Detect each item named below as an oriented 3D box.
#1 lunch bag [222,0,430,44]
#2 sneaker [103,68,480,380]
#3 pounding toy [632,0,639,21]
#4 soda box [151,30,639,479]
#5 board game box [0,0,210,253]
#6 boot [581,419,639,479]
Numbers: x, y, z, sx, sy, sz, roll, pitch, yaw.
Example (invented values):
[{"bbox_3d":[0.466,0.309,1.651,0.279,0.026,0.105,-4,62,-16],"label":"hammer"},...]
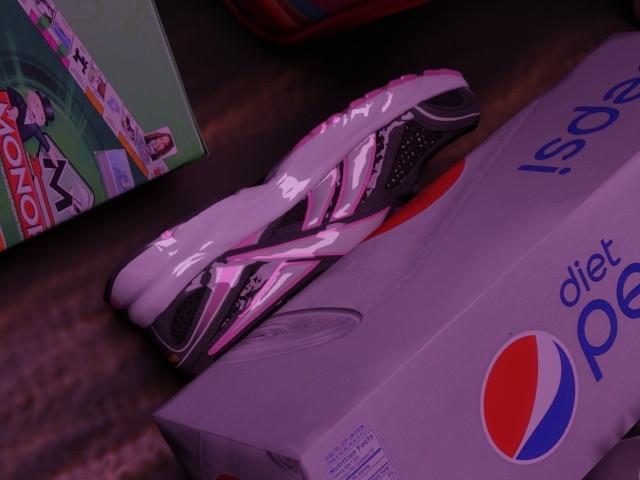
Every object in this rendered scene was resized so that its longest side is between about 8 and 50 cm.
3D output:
[{"bbox_3d":[-0.027,-0.229,0.644,0.120,0.258,0.293,-37,104,-23],"label":"lunch bag"},{"bbox_3d":[0.000,0.000,0.663,0.178,0.072,0.077,-35,91,-17],"label":"sneaker"},{"bbox_3d":[0.264,-0.098,0.714,0.270,0.154,0.154,22,63,-3],"label":"pounding toy"},{"bbox_3d":[0.079,0.024,0.623,0.286,0.098,0.091,-39,115,-27],"label":"soda box"},{"bbox_3d":[-0.186,-0.128,0.559,0.214,0.046,0.317,-27,117,-20],"label":"board game box"},{"bbox_3d":[0.104,0.170,0.595,0.338,0.118,0.222,10,57,-15],"label":"boot"}]
